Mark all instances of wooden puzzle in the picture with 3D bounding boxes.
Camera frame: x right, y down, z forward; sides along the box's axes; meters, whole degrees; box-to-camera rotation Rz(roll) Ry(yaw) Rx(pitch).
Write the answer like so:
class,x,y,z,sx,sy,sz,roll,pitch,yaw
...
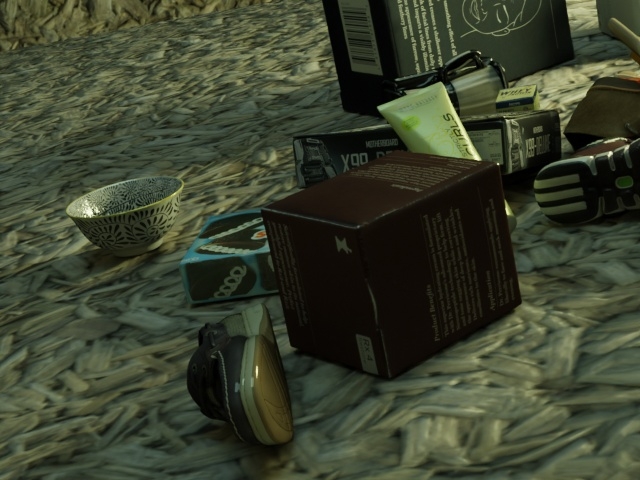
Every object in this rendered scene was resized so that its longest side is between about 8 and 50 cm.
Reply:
class,x,y,z,sx,sy,sz,roll,pitch,yaw
wooden puzzle,0.532,-0.240,1.966,0.238,0.044,0.221,21,17,-7

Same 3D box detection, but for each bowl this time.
class,x,y,z,sx,sy,sz,roll,pitch,yaw
bowl,-0.267,-0.027,1.947,0.170,0.080,0.170,-12,19,4

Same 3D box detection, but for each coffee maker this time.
class,x,y,z,sx,sy,sz,roll,pitch,yaw
coffee maker,0.193,-0.219,2.200,0.178,0.120,0.171,-16,-5,-13

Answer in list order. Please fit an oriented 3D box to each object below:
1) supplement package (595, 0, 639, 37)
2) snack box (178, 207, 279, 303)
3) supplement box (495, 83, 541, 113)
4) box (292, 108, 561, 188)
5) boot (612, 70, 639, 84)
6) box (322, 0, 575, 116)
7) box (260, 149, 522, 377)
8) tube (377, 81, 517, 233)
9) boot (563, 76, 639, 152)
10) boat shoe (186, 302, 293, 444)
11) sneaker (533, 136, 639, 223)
class,x,y,z,sx,sy,sz,roll,pitch,yaw
supplement package,0.629,-0.479,2.508,0.198,0.199,0.263,-13,18,-3
snack box,0.000,0.000,1.726,0.321,0.060,0.187,-8,19,11
supplement box,0.294,-0.177,2.020,0.056,0.083,0.083,-7,19,15
box,0.152,-0.127,1.899,0.307,0.077,0.242,-3,7,27
boot,0.476,-0.213,2.068,0.084,0.059,0.158,-31,20,-25
box,0.222,-0.417,2.442,0.395,0.294,0.212,-22,21,-27
box,0.077,0.017,1.456,0.203,0.169,0.167,-24,23,-33
tube,0.160,-0.098,1.702,0.070,0.062,0.240,7,44,-42
boot,0.459,-0.152,1.859,0.115,0.112,0.305,-45,28,-24
boat shoe,-0.083,0.135,1.334,0.092,0.103,0.285,-17,15,1
sneaker,0.412,-0.099,1.689,0.281,0.106,0.162,-5,17,24
